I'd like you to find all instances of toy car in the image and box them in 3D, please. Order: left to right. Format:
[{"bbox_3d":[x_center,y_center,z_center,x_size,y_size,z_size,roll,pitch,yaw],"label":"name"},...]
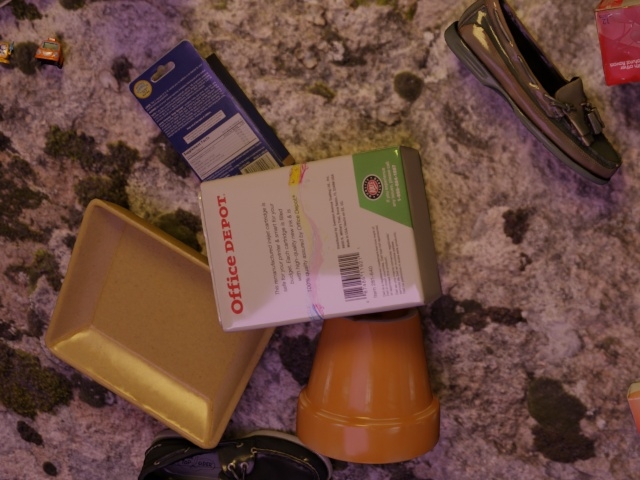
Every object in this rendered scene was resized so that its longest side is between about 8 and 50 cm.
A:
[{"bbox_3d":[-0.424,-0.276,1.543,0.122,0.060,0.041,9,89,12],"label":"toy car"}]

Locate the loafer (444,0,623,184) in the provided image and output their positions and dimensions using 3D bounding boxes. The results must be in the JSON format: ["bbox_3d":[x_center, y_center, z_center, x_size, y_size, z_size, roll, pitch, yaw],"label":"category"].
[{"bbox_3d":[0.265,-0.180,1.264,0.267,0.096,0.084,43,120,-1],"label":"loafer"}]

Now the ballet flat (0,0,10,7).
[{"bbox_3d":[-0.515,-0.374,1.510,0.342,0.116,0.124,-4,135,22],"label":"ballet flat"}]

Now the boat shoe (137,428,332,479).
[{"bbox_3d":[-0.151,0.383,1.753,0.339,0.113,0.127,4,119,22],"label":"boat shoe"}]

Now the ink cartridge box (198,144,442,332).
[{"bbox_3d":[0.000,0.000,1.403,0.278,0.117,0.202,-9,89,18],"label":"ink cartridge box"}]

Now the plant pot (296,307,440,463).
[{"bbox_3d":[0.069,0.184,1.505,0.205,0.205,0.188,6,104,21],"label":"plant pot"}]

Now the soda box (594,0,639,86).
[{"bbox_3d":[0.438,-0.237,1.155,0.263,0.083,0.092,-4,115,27],"label":"soda box"}]

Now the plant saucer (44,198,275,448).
[{"bbox_3d":[-0.241,0.122,1.668,0.332,0.081,0.333,31,125,6],"label":"plant saucer"}]

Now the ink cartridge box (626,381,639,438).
[{"bbox_3d":[0.515,0.250,1.421,0.179,0.045,0.145,-11,113,31],"label":"ink cartridge box"}]

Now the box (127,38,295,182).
[{"bbox_3d":[-0.153,-0.163,1.493,0.136,0.036,0.225,-30,104,34],"label":"box"}]
